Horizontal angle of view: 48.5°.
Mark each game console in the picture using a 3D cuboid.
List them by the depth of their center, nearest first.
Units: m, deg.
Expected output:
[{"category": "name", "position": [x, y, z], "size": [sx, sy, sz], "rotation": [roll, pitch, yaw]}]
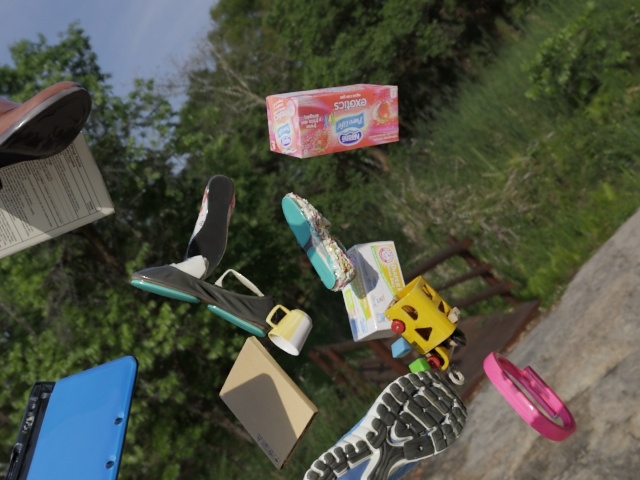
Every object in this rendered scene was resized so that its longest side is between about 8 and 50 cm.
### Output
[{"category": "game console", "position": [-0.358, 0.350, 1.028], "size": [0.293, 0.174, 0.250], "rotation": [-92, 7, -47]}]

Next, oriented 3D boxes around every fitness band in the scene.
[{"category": "fitness band", "position": [0.553, 0.410, 1.891], "size": [0.209, 0.291, 0.054], "rotation": [8, -56, -51]}]

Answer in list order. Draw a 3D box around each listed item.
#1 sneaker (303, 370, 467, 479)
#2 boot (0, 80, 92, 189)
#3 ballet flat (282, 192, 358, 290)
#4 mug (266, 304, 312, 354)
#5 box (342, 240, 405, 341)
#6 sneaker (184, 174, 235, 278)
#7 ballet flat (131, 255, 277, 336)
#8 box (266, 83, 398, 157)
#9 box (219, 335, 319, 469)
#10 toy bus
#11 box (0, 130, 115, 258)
[{"category": "sneaker", "position": [0.087, 0.319, 1.097], "size": [0.330, 0.129, 0.147], "rotation": [-29, -15, -28]}, {"category": "boot", "position": [-0.473, -0.220, 1.006], "size": [0.264, 0.280, 0.096], "rotation": [-36, -19, 18]}, {"category": "ballet flat", "position": [0.000, 0.000, 1.517], "size": [0.077, 0.240, 0.091], "rotation": [-18, -19, -34]}, {"category": "mug", "position": [-0.048, 0.149, 1.214], "size": [0.064, 0.062, 0.078], "rotation": [-54, -35, -23]}, {"category": "box", "position": [0.122, 0.115, 1.618], "size": [0.103, 0.203, 0.114], "rotation": [-5, -19, -27]}, {"category": "sneaker", "position": [-0.274, -0.027, 1.803], "size": [0.145, 0.090, 0.269], "rotation": [143, 140, -83]}, {"category": "ballet flat", "position": [-0.209, 0.090, 1.332], "size": [0.095, 0.281, 0.096], "rotation": [-26, 42, 66]}, {"category": "box", "position": [0.033, -0.303, 1.767], "size": [0.300, 0.142, 0.154], "rotation": [-15, 21, -31]}, {"category": "box", "position": [-0.102, 0.308, 1.350], "size": [0.021, 0.201, 0.164], "rotation": [-8, -46, -48]}, {"category": "toy bus", "position": [0.224, 0.166, 1.388], "size": [0.202, 0.190, 0.104], "rotation": [18, -50, -40]}, {"category": "box", "position": [-0.474, -0.081, 1.137], "size": [0.233, 0.148, 0.127], "rotation": [-25, 28, -19]}]
